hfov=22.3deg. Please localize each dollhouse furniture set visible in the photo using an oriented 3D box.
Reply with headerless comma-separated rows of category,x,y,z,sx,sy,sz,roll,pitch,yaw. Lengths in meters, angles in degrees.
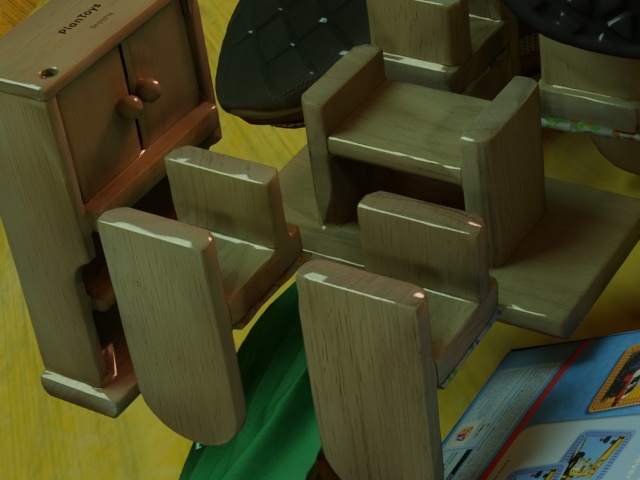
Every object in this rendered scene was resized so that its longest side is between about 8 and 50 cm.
dollhouse furniture set,0.000,0.000,0.631,0.242,0.161,0.212,15,43,29

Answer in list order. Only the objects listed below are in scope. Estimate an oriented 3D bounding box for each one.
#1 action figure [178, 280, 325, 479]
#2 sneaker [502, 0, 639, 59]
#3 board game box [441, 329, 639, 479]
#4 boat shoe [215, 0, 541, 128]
action figure,-0.005,0.066,0.713,0.137,0.063,0.232,-29,24,48
sneaker,0.169,-0.122,0.568,0.235,0.084,0.097,-12,17,3
board game box,0.091,0.087,0.477,0.160,0.039,0.211,-49,17,-29
boat shoe,0.083,-0.110,0.743,0.324,0.120,0.122,-18,51,46
